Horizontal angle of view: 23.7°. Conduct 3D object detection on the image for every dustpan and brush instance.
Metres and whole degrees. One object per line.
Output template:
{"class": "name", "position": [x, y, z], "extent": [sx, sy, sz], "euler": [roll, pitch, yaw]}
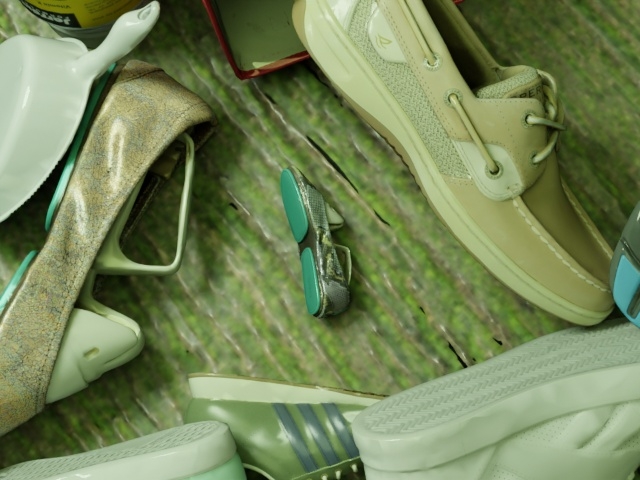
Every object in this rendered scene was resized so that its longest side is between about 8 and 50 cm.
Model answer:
{"class": "dustpan and brush", "position": [-0.186, -0.108, 1.074], "extent": [0.060, 0.211, 0.147], "euler": [17, 49, -30]}

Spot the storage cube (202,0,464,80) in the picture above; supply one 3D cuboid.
{"class": "storage cube", "position": [-0.018, -0.261, 1.077], "extent": [0.183, 0.215, 0.193], "euler": [-20, 67, 1]}

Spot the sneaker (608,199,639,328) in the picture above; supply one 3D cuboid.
{"class": "sneaker", "position": [0.329, -0.059, 1.029], "extent": [0.341, 0.139, 0.125], "euler": [-43, 86, -3]}

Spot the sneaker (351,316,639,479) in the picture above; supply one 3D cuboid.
{"class": "sneaker", "position": [0.168, 0.156, 1.008], "extent": [0.292, 0.108, 0.169], "euler": [-16, 104, -19]}

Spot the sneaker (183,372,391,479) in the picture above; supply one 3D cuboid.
{"class": "sneaker", "position": [-0.002, 0.142, 1.042], "extent": [0.192, 0.064, 0.086], "euler": [7, 83, 7]}

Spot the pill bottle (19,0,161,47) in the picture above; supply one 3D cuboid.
{"class": "pill bottle", "position": [-0.177, -0.221, 1.078], "extent": [0.119, 0.208, 0.119], "euler": [-1, 74, 5]}

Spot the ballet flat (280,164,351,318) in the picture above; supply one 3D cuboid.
{"class": "ballet flat", "position": [0.000, 0.000, 1.094], "extent": [0.041, 0.041, 0.114], "euler": [-13, 74, 2]}

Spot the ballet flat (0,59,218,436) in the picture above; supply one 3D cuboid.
{"class": "ballet flat", "position": [-0.159, 0.022, 1.069], "extent": [0.106, 0.107, 0.316], "euler": [23, 79, 0]}

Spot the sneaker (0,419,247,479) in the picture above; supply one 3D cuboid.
{"class": "sneaker", "position": [-0.159, 0.221, 1.019], "extent": [0.256, 0.094, 0.151], "euler": [-14, 97, 19]}

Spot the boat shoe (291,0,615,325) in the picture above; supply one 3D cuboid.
{"class": "boat shoe", "position": [0.113, -0.073, 1.020], "extent": [0.098, 0.109, 0.302], "euler": [-39, 95, 26]}
